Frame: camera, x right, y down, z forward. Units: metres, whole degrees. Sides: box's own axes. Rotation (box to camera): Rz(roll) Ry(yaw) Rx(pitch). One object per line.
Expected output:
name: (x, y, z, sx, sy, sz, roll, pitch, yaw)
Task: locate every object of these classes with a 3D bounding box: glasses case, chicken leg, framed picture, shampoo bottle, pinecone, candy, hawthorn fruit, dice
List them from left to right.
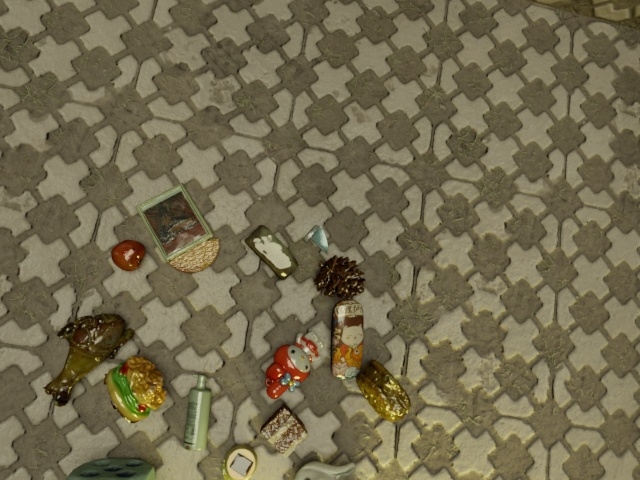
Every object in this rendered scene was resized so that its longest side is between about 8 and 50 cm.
chicken leg: (-0.881, 0.408, 1.609, 0.211, 0.140, 0.361, 47, 74, -7)
dice: (-0.720, 0.911, 1.488, 0.264, 0.262, 0.269, 4, 79, -8)
hawthorn fruit: (-0.742, 0.054, 1.702, 0.127, 0.128, 0.128, 1, 81, -8)
framed picture: (-0.590, -0.079, 1.774, 0.216, 0.016, 0.274, -31, 79, -14)
shampoo bottle: (-0.460, 0.643, 1.659, 0.085, 0.085, 0.263, 5, 80, -7)
candy: (-0.195, 0.049, 1.786, 0.234, 0.102, 0.104, 45, 77, 2)
pinecone: (0.087, 0.151, 1.770, 0.212, 0.185, 0.169, 13, 78, -18)
glasses case: (0.104, 0.393, 1.742, 0.122, 0.082, 0.322, 0, 95, -16)

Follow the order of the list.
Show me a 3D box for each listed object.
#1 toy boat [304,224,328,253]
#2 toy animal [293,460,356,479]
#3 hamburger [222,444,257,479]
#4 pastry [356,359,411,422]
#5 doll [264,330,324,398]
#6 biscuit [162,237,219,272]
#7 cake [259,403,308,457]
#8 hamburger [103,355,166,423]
toy boat: (0.000, 0.000, 1.863, 0.122, 0.034, 0.096, 43, 77, -8)
toy animal: (0.048, 0.939, 1.644, 0.249, 0.174, 0.289, -42, 90, 0)
hamburger: (-0.302, 0.843, 1.652, 0.126, 0.081, 0.141, 18, 67, -7)
pastry: (0.242, 0.589, 1.695, 0.132, 0.235, 0.240, -39, 106, -10)
doll: (-0.111, 0.481, 1.712, 0.290, 0.130, 0.161, -41, 94, -27)
biscuit: (-0.516, 0.059, 1.771, 0.224, 0.033, 0.145, -7, 80, -7)
cake: (-0.135, 0.721, 1.669, 0.135, 0.134, 0.147, -42, 82, -10)
hamburger: (-0.650, 0.523, 1.587, 0.148, 0.237, 0.237, -33, 87, -10)
